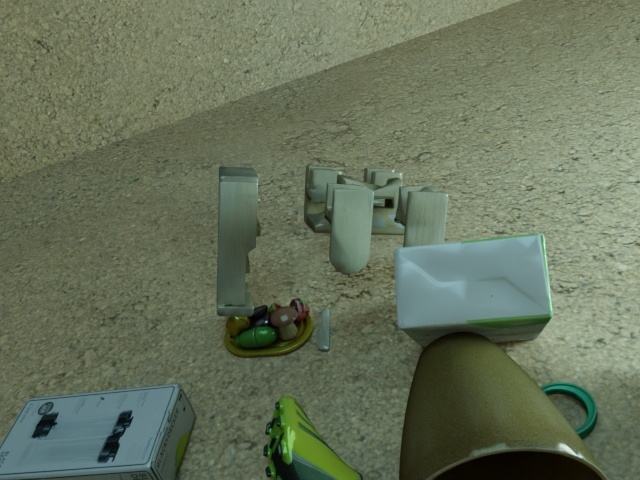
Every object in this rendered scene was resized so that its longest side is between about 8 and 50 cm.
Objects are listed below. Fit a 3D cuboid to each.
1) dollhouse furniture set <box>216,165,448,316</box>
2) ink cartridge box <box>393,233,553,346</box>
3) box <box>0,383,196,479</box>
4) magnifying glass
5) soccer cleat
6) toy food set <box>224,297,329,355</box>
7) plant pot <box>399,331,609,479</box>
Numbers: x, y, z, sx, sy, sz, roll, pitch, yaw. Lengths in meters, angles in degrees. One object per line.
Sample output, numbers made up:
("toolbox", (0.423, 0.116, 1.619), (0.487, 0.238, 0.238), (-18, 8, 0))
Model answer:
("dollhouse furniture set", (0.000, 0.000, 1.230), (0.394, 0.256, 0.362), (1, 13, -10))
("ink cartridge box", (0.243, 0.097, 1.006), (0.207, 0.353, 0.119), (-6, 75, 14))
("box", (-0.366, 0.334, 1.032), (0.290, 0.087, 0.169), (-9, 34, 11))
("magnifying glass", (0.291, 0.274, 0.907), (0.231, 0.026, 0.092), (-26, 39, -11))
("soccer cleat", (-0.003, 0.333, 0.911), (0.121, 0.093, 0.289), (7, 21, -22))
("toy food set", (-0.088, 0.150, 1.205), (0.218, 0.071, 0.128), (-6, 34, 14))
("plant pot", (0.199, 0.241, 0.805), (0.237, 0.237, 0.254), (-12, 32, 5))
